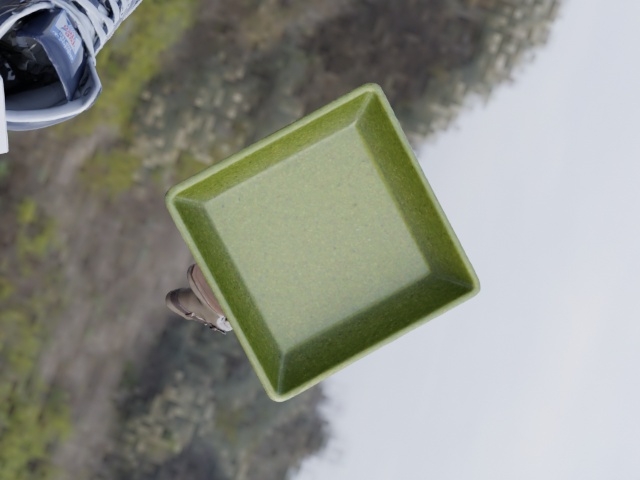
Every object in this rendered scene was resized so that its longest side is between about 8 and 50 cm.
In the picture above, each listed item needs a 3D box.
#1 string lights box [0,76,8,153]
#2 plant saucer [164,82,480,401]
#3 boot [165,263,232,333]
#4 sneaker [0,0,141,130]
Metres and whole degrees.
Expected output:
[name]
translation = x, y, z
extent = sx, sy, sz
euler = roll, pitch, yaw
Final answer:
[string lights box]
translation = -0.338, -0.089, 1.150
extent = 0.077, 0.260, 0.133
euler = 98, -30, -53
[plant saucer]
translation = 0.000, 0.000, 1.452
extent = 0.188, 0.188, 0.045
euler = -29, -171, -5
[boot]
translation = -0.115, 0.055, 1.785
extent = 0.118, 0.087, 0.042
euler = 42, 60, -41
[sneaker]
translation = -0.183, -0.180, 1.412
extent = 0.282, 0.099, 0.153
euler = -45, -155, -19
